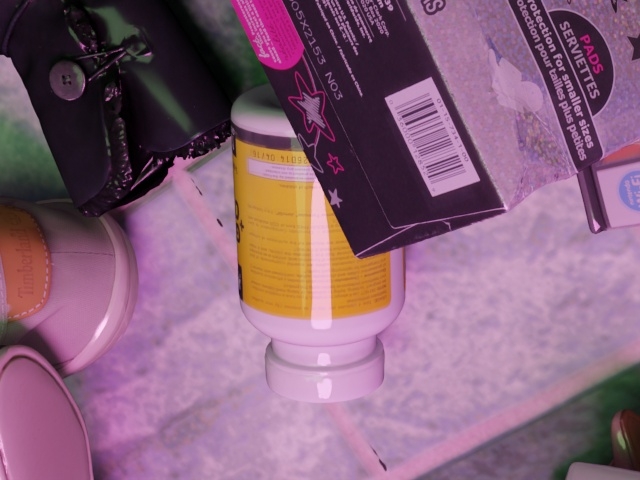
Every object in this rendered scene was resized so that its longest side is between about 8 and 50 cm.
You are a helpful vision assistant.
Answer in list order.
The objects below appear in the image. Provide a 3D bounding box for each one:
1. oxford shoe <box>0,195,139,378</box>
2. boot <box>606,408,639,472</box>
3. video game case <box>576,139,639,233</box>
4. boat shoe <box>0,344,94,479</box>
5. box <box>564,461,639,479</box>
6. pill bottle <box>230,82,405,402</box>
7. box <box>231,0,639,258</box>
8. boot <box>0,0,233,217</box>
[{"bbox_3d":[-0.329,0.082,1.217,0.449,0.130,0.169,-25,68,27],"label":"oxford shoe"},{"bbox_3d":[0.174,0.155,1.079,0.087,0.042,0.118,-13,116,39],"label":"boot"},{"bbox_3d":[0.235,-0.151,0.953,0.248,0.035,0.275,-9,105,27],"label":"video game case"},{"bbox_3d":[-0.194,0.193,1.173,0.095,0.112,0.335,2,138,18],"label":"boat shoe"},{"bbox_3d":[0.219,0.237,1.013,0.182,0.119,0.181,9,140,20],"label":"box"},{"bbox_3d":[0.000,0.000,1.076,0.103,0.103,0.184,7,111,23],"label":"pill bottle"},{"bbox_3d":[0.056,-0.139,0.941,0.163,0.142,0.247,-19,98,61],"label":"box"},{"bbox_3d":[-0.191,-0.106,1.130,0.246,0.094,0.207,-23,94,23],"label":"boot"}]
